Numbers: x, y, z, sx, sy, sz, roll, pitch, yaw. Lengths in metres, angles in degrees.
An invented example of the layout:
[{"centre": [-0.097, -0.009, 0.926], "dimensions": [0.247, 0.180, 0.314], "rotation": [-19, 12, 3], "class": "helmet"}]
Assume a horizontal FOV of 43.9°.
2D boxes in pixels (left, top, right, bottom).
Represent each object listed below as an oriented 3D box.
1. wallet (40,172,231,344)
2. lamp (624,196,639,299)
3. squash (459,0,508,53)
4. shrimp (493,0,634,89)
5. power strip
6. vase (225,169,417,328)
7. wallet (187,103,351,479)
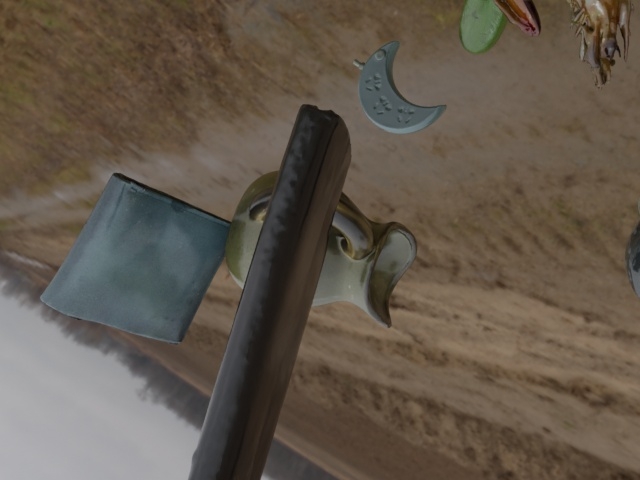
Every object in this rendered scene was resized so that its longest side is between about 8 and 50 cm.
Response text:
[{"centre": [-0.294, 0.039, 1.360], "dimensions": [0.290, 0.251, 0.054], "rotation": [24, -171, -44], "class": "wallet"}, {"centre": [0.493, -0.010, 1.112], "dimensions": [0.182, 0.182, 0.314], "rotation": [42, -162, -30], "class": "lamp"}, {"centre": [0.290, -0.414, 1.358], "dimensions": [0.082, 0.082, 0.292], "rotation": [30, 158, 12], "class": "squash"}, {"centre": [0.201, -0.241, 0.695], "dimensions": [0.053, 0.132, 0.236], "rotation": [-72, -38, -67], "class": "shrimp"}, {"centre": [0.168, -0.354, 1.877], "dimensions": [0.253, 0.167, 0.054], "rotation": [55, -168, 19], "class": "power strip"}, {"centre": [0.000, 0.000, 1.332], "dimensions": [0.302, 0.241, 0.329], "rotation": [19, 160, 12], "class": "vase"}, {"centre": [-0.046, 0.074, 0.867], "dimensions": [0.062, 0.406, 0.228], "rotation": [15, 172, 6], "class": "wallet"}]
